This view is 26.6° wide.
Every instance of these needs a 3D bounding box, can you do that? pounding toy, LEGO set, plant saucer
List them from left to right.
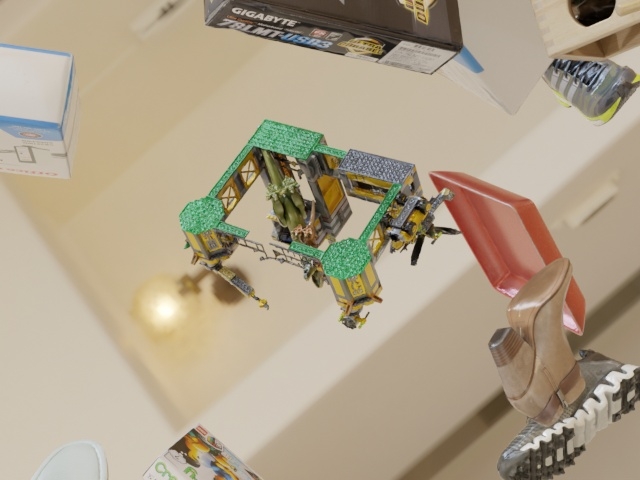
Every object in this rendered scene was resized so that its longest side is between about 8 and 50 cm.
[{"bbox_3d":[0.000,0.000,1.757,0.331,0.255,0.192,9,145,25],"label":"LEGO set"},{"bbox_3d":[0.299,0.005,2.106,0.259,0.048,0.258,57,167,-27],"label":"plant saucer"},{"bbox_3d":[0.312,-0.256,1.323,0.181,0.206,0.094,-7,-101,-54],"label":"pounding toy"}]

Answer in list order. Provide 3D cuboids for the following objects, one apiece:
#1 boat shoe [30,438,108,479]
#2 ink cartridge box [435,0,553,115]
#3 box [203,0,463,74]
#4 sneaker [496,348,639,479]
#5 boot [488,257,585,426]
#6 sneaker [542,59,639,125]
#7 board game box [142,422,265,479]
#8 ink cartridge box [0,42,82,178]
[{"bbox_3d":[-0.311,0.380,1.655,0.302,0.114,0.091,-81,-21,-47],"label":"boat shoe"},{"bbox_3d":[0.120,-0.374,1.895,0.395,0.166,0.285,35,179,35],"label":"ink cartridge box"},{"bbox_3d":[0.009,-0.351,1.516,0.293,0.073,0.295,10,-115,-30],"label":"box"},{"bbox_3d":[0.277,0.203,1.600,0.106,0.234,0.078,33,144,39],"label":"sneaker"},{"bbox_3d":[0.181,0.083,1.065,0.087,0.118,0.042,51,156,-19],"label":"boot"},{"bbox_3d":[0.431,-0.274,2.254,0.121,0.111,0.300,39,180,-19],"label":"sneaker"},{"bbox_3d":[-0.124,0.429,2.143,0.305,0.053,0.193,40,-165,5],"label":"board game box"},{"bbox_3d":[-0.332,-0.135,1.417,0.148,0.085,0.203,6,166,-5],"label":"ink cartridge box"}]
